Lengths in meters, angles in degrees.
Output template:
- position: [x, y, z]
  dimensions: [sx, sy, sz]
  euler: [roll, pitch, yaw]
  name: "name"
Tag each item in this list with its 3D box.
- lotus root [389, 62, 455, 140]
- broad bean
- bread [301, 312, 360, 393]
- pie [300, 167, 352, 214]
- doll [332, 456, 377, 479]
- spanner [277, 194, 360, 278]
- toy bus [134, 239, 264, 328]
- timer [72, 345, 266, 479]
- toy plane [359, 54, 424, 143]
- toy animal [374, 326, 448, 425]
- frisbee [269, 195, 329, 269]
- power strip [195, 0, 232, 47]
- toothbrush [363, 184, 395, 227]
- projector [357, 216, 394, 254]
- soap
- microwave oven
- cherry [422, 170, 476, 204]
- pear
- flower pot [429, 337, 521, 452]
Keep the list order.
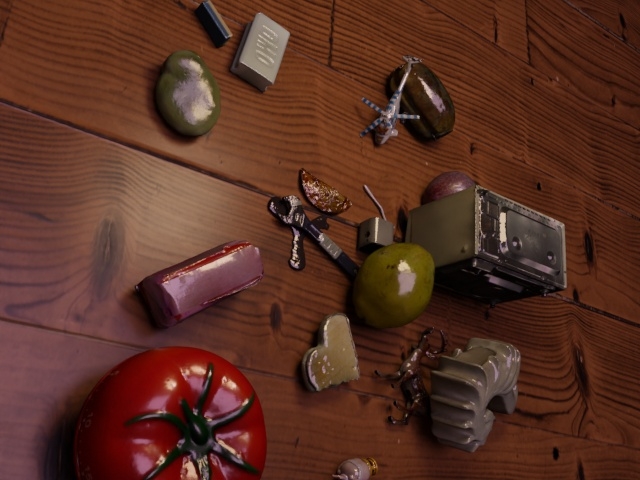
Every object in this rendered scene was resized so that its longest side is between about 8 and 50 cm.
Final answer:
- position: [0.340, -0.456, 2.237]
  dimensions: [0.274, 0.152, 0.160]
  euler: [58, 39, -8]
  name: "lotus root"
- position: [-0.334, -0.375, 1.753]
  dimensions: [0.169, 0.100, 0.227]
  euler: [10, 80, -25]
  name: "broad bean"
- position: [0.036, 0.305, 1.791]
  dimensions: [0.172, 0.064, 0.232]
  euler: [38, 57, -20]
  name: "bread"
- position: [0.013, -0.125, 1.953]
  dimensions: [0.191, 0.033, 0.088]
  euler: [32, 61, -23]
  name: "pie"
- position: [0.082, 0.590, 1.722]
  dimensions: [0.127, 0.073, 0.084]
  euler: [-4, 108, -39]
  name: "doll"
- position: [0.000, 0.000, 1.891]
  dimensions: [0.316, 0.024, 0.087]
  euler: [45, 53, -18]
  name: "spanner"
- position: [-0.266, 0.094, 1.599]
  dimensions: [0.303, 0.147, 0.127]
  euler: [-25, 95, -38]
  name: "toy bus"
- position: [-0.296, 0.401, 1.374]
  dimensions: [0.378, 0.279, 0.377]
  euler: [15, 64, -34]
  name: "timer"
- position: [0.223, -0.432, 2.137]
  dimensions: [0.107, 0.182, 0.273]
  euler: [38, 56, -75]
  name: "toy plane"
- position: [0.266, 0.380, 1.938]
  dimensions: [0.260, 0.087, 0.243]
  euler: [-10, 94, -43]
  name: "toy animal"
- position: [-0.046, -0.038, 1.888]
  dimensions: [0.187, 0.012, 0.210]
  euler: [-23, 88, -40]
  name: "frisbee"
- position: [-0.292, -0.594, 1.882]
  dimensions: [0.032, 0.056, 0.123]
  euler: [-37, 96, -38]
  name: "power strip"
- position: [0.174, -0.099, 2.074]
  dimensions: [0.017, 0.014, 0.162]
  euler: [-40, 98, -24]
  name: "toothbrush"
- position: [0.160, -0.010, 1.984]
  dimensions: [0.083, 0.083, 0.082]
  euler: [20, 62, -29]
  name: "projector"
- position: [-0.168, -0.533, 1.946]
  dimensions: [0.119, 0.067, 0.197]
  euler: [30, 58, -27]
  name: "soap"
- position: [0.487, 0.041, 2.056]
  dimensions: [0.395, 0.333, 0.247]
  euler: [18, 68, -31]
  name: "microwave oven"
- position: [0.417, -0.141, 2.187]
  dimensions: [0.176, 0.140, 0.176]
  euler: [3, 83, -25]
  name: "cherry"
- position: [0.202, 0.122, 1.886]
  dimensions: [0.269, 0.212, 0.212]
  euler: [-47, 104, -10]
  name: "pear"
- position: [0.447, 0.417, 1.950]
  dimensions: [0.368, 0.165, 0.254]
  euler: [-19, 111, -47]
  name: "flower pot"
